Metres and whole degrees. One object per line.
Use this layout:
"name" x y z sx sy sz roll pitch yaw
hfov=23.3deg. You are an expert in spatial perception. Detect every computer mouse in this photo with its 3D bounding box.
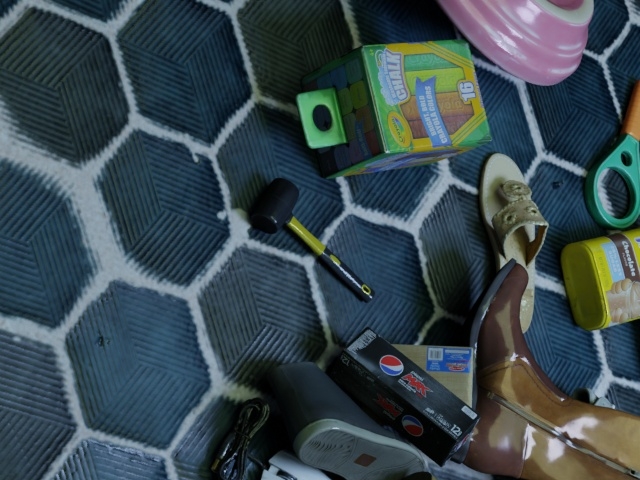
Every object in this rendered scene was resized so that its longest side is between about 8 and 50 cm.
"computer mouse" -0.029 0.268 1.712 0.193 0.042 0.106 40 59 -20

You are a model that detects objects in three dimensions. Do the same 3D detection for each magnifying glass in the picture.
"magnifying glass" 0.419 -0.119 2.126 0.092 0.026 0.231 32 62 -25

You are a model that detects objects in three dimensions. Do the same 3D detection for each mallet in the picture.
"mallet" 0.000 0.000 1.805 0.190 0.039 0.062 37 58 -28

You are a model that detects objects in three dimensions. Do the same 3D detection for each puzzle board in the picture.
"puzzle board" 0.113 0.170 1.808 0.128 0.011 0.096 2 75 7

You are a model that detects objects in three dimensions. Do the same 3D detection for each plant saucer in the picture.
"plant saucer" 0.231 -0.352 1.939 0.332 0.084 0.332 33 38 -31

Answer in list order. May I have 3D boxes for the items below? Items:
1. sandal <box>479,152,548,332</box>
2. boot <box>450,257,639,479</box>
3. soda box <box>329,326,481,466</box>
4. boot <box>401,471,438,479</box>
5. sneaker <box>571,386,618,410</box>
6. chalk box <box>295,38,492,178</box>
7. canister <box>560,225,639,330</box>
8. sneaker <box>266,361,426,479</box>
"sandal" 0.258 -0.001 1.952 0.088 0.079 0.240 10 73 -33
"boot" 0.294 0.181 1.855 0.280 0.096 0.264 21 66 -1
"soda box" 0.095 0.177 1.762 0.169 0.060 0.053 39 48 14
"boot" 0.144 0.426 1.761 0.269 0.089 0.236 39 75 -24
"sneaker" 0.368 0.245 1.964 0.262 0.099 0.121 6 71 -35
"chalk box" 0.071 -0.154 1.825 0.213 0.132 0.132 -10 85 -36
"canister" 0.406 0.047 2.049 0.170 0.073 0.126 -12 87 -35
"sneaker" 0.034 0.209 1.749 0.222 0.083 0.118 35 20 -47
